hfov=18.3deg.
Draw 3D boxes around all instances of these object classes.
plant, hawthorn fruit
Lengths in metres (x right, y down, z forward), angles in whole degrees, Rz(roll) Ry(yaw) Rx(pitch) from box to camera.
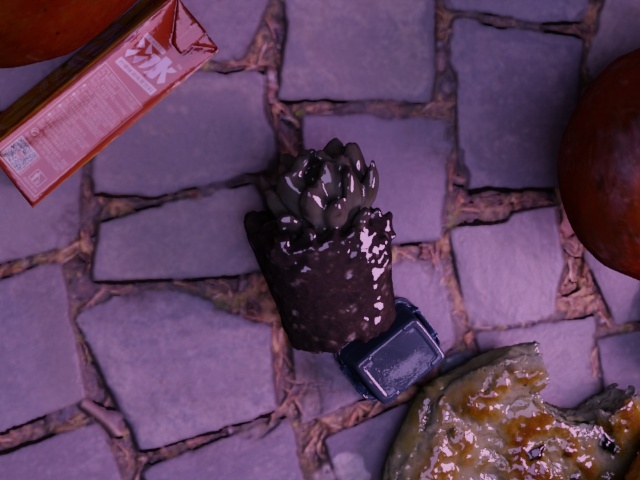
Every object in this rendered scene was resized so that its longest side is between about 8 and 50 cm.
[{"bbox_3d":[0.000,0.000,1.880,0.129,0.132,0.194,-16,110,-15],"label":"plant"},{"bbox_3d":[0.362,-0.078,1.888,0.284,0.284,0.284,-3,103,-15],"label":"hawthorn fruit"}]

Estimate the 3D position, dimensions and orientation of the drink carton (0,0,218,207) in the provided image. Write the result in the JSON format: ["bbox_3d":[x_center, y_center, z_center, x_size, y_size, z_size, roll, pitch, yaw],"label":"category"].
[{"bbox_3d":[-0.204,-0.134,1.810,0.223,0.096,0.071,-40,108,-4],"label":"drink carton"}]

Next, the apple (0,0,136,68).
[{"bbox_3d":[-0.265,-0.337,1.700,0.329,0.295,0.365,24,86,9],"label":"apple"}]

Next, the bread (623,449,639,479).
[{"bbox_3d":[0.407,0.250,2.001,0.260,0.160,0.147,-25,117,-28],"label":"bread"}]

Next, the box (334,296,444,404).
[{"bbox_3d":[0.072,0.113,1.961,0.099,0.054,0.074,-39,107,-4],"label":"box"}]

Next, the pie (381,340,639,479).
[{"bbox_3d":[0.199,0.251,2.021,0.302,0.067,0.302,-4,103,-16],"label":"pie"}]
